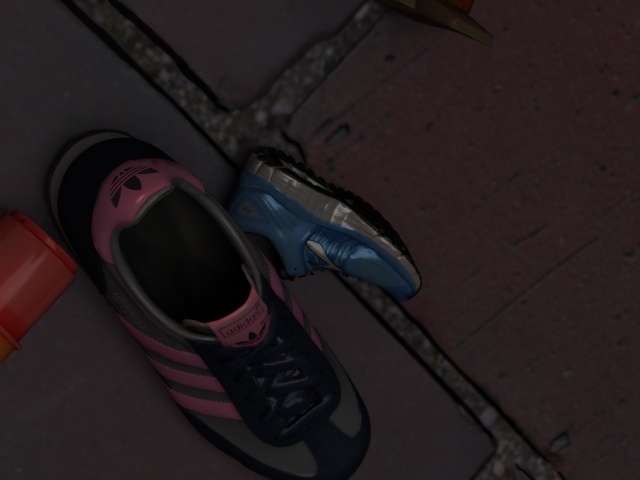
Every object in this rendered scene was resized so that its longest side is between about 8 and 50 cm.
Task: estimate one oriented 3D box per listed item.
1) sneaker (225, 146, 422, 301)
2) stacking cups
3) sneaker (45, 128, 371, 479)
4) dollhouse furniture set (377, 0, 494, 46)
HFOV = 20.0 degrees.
[{"bbox_3d":[0.000,0.000,1.277,0.162,0.063,0.073,32,105,-22],"label":"sneaker"},{"bbox_3d":[-0.286,0.110,1.155,0.316,0.096,0.096,-48,116,-14],"label":"stacking cups"},{"bbox_3d":[-0.060,0.067,1.213,0.112,0.131,0.319,-46,115,-10],"label":"sneaker"},{"bbox_3d":[0.046,-0.297,1.208,0.259,0.135,0.262,19,93,-38],"label":"dollhouse furniture set"}]
